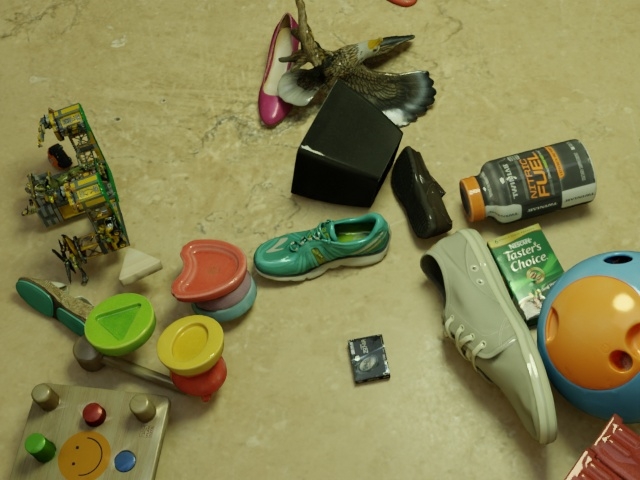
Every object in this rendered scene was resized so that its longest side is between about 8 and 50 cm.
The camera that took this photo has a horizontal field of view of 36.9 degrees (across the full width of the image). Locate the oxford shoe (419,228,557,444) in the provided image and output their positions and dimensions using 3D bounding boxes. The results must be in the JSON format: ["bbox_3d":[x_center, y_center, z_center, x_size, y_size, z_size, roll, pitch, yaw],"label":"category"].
[{"bbox_3d":[0.293,0.171,1.702,0.130,0.169,0.449,-17,53,-7],"label":"oxford shoe"}]

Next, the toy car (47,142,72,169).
[{"bbox_3d":[-0.554,-0.202,2.088,0.040,0.060,0.122,-28,28,40],"label":"toy car"}]

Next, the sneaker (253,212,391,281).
[{"bbox_3d":[0.000,0.000,1.860,0.275,0.110,0.107,-14,60,-1],"label":"sneaker"}]

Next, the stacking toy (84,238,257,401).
[{"bbox_3d":[-0.270,0.149,1.807,0.280,0.130,0.309,3,46,17],"label":"stacking toy"}]

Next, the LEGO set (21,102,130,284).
[{"bbox_3d":[-0.514,-0.093,1.894,0.192,0.255,0.331,-20,57,-5],"label":"LEGO set"}]

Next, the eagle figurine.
[{"bbox_3d":[0.077,-0.367,2.029,0.225,0.298,0.226,19,95,50],"label":"eagle figurine"}]

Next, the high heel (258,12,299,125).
[{"bbox_3d":[-0.089,-0.370,2.075,0.082,0.117,0.244,12,62,13],"label":"high heel"}]

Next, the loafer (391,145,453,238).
[{"bbox_3d":[0.205,-0.093,1.920,0.078,0.080,0.220,6,54,-29],"label":"loafer"}]

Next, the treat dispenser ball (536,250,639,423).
[{"bbox_3d":[0.509,0.161,1.610,0.288,0.288,0.288,-3,60,5],"label":"treat dispenser ball"}]

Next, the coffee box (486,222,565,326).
[{"bbox_3d":[0.399,0.065,1.819,0.113,0.040,0.184,-18,60,-4],"label":"coffee box"}]

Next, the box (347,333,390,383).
[{"bbox_3d":[0.090,0.219,1.778,0.067,0.018,0.083,-10,60,0],"label":"box"}]

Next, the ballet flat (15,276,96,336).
[{"bbox_3d":[-0.503,0.123,1.881,0.206,0.073,0.067,31,41,18],"label":"ballet flat"}]

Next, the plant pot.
[{"bbox_3d":[0.059,-0.172,1.920,0.167,0.187,0.188,26,66,6],"label":"plant pot"}]

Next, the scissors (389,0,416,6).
[{"bbox_3d":[0.118,-0.641,2.260,0.297,0.021,0.109,33,71,20],"label":"scissors"}]

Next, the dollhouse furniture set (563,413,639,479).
[{"bbox_3d":[0.551,0.470,1.481,0.374,0.201,0.152,38,71,24],"label":"dollhouse furniture set"}]

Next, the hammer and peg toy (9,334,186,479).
[{"bbox_3d":[-0.394,0.334,1.703,0.266,0.127,0.361,5,61,9],"label":"hammer and peg toy"}]

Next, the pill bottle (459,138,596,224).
[{"bbox_3d":[0.397,-0.106,1.866,0.246,0.130,0.130,-15,60,-2],"label":"pill bottle"}]
